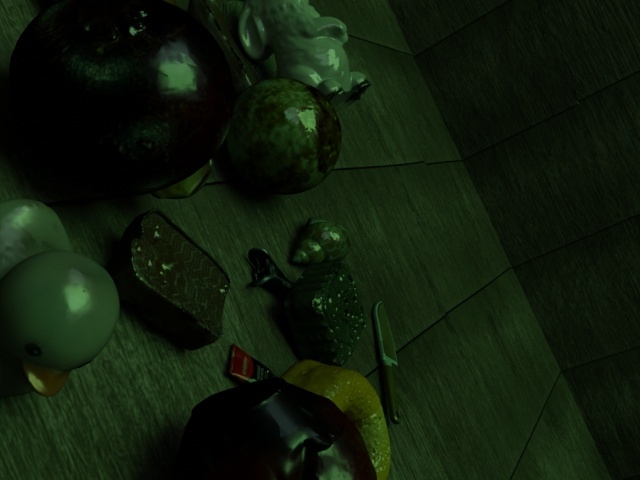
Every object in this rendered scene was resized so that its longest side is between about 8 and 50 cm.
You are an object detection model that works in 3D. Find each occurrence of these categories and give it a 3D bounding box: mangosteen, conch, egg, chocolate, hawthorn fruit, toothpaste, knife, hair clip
[{"bbox_3d":[-0.282,-0.201,1.049,0.330,0.330,0.330,42,34,-37],"label":"mangosteen"},{"bbox_3d":[0.009,0.005,1.604,0.116,0.106,0.173,33,15,-11],"label":"conch"},{"bbox_3d":[-0.069,-0.210,1.498,0.289,0.238,0.238,24,46,-66],"label":"egg"},{"bbox_3d":[-0.221,-0.418,1.582,0.261,0.083,0.161,62,9,-6],"label":"chocolate"},{"bbox_3d":[-0.236,0.064,1.110,0.214,0.093,0.148,46,30,-34],"label":"chocolate"},{"bbox_3d":[-0.065,0.330,0.981,0.316,0.316,0.316,42,34,-37],"label":"hawthorn fruit"},{"bbox_3d":[-0.090,0.259,1.262,0.193,0.045,0.071,45,23,-24],"label":"toothpaste"},{"bbox_3d":[0.158,0.280,1.706,0.061,0.027,0.343,34,36,-38],"label":"knife"},{"bbox_3d":[-0.057,0.100,1.473,0.275,0.048,0.083,36,35,-51],"label":"hair clip"}]

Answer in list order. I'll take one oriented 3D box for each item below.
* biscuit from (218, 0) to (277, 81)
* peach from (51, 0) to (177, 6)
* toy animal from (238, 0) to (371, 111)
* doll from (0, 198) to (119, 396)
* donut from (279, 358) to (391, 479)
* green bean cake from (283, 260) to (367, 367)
[{"bbox_3d":[-0.171,-0.469,1.756,0.250,0.046,0.147,61,27,-5],"label":"biscuit"},{"bbox_3d":[-0.365,-0.428,1.259,0.251,0.153,0.251,45,25,-28],"label":"peach"},{"bbox_3d":[-0.060,-0.443,1.652,0.357,0.258,0.194,55,29,2],"label":"toy animal"},{"bbox_3d":[-0.327,0.061,0.819,0.221,0.221,0.251,29,42,-49],"label":"doll"},{"bbox_3d":[0.023,0.353,1.235,0.303,0.110,0.303,19,66,-53],"label":"donut"},{"bbox_3d":[0.017,0.150,1.442,0.173,0.094,0.181,-50,125,-55],"label":"green bean cake"}]
